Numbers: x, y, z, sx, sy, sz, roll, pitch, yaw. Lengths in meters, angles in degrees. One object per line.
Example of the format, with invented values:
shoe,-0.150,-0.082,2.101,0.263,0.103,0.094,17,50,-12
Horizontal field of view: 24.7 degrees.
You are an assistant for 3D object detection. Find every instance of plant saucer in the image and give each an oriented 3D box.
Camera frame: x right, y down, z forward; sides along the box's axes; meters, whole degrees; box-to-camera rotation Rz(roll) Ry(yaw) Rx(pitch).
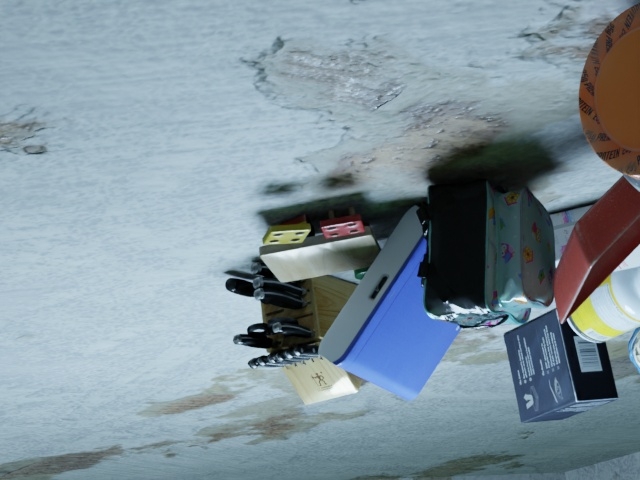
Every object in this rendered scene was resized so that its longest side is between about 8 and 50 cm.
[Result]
plant saucer,0.344,-0.042,1.575,0.258,0.048,0.259,-45,167,-10

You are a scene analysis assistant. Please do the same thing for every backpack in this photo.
backpack,0.197,0.020,1.689,0.144,0.166,0.188,-5,167,15

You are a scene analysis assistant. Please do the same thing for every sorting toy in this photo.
sorting toy,0.000,0.000,1.729,0.132,0.046,0.274,-11,164,7

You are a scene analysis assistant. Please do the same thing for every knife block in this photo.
knife block,-0.022,0.085,1.971,0.088,0.242,0.275,-16,-154,27

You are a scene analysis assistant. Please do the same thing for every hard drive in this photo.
hard drive,0.117,0.089,1.860,0.040,0.210,0.319,33,179,24

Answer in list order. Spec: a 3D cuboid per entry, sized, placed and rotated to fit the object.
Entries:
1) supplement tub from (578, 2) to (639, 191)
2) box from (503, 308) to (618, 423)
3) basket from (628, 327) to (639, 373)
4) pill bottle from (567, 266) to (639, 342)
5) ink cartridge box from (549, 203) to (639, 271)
supplement tub,0.387,-0.111,1.309,0.316,0.193,0.193,7,157,-42
box,0.393,0.206,2.406,0.093,0.156,0.158,0,161,-30
basket,0.574,0.165,2.154,0.201,0.255,0.289,-47,175,7
pill bottle,0.439,0.076,2.094,0.103,0.103,0.184,1,161,-28
ink cartridge box,0.337,0.003,1.872,0.198,0.067,0.115,-12,163,18
